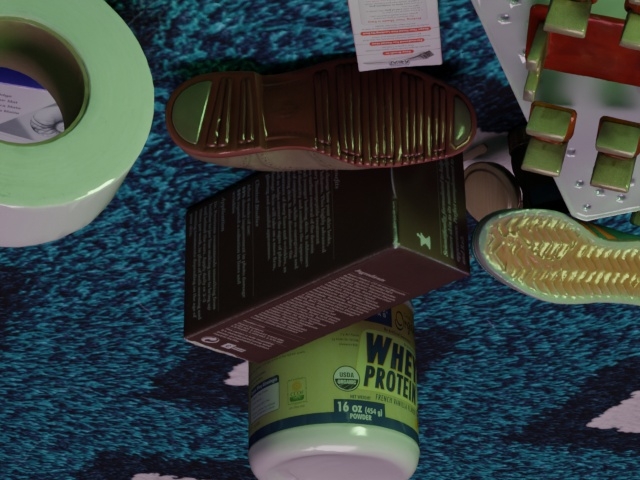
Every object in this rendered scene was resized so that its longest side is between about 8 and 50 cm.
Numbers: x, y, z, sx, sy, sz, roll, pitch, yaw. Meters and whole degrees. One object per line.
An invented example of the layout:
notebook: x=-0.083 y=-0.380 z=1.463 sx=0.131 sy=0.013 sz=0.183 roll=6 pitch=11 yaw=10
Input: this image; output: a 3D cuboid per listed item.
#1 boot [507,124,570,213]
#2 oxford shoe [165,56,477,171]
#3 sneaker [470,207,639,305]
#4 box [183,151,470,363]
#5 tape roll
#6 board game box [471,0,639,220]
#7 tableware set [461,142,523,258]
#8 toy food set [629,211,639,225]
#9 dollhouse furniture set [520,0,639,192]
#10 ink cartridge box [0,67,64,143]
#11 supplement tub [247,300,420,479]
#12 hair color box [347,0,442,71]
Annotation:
boot: x=0.335 y=-0.076 z=2.117 sx=0.219 sy=0.106 sz=0.082 roll=2 pitch=154 yaw=-6
oxford shoe: x=0.003 y=-0.136 z=1.999 sx=0.348 sy=0.123 sz=0.130 roll=4 pitch=170 yaw=3
sneaker: x=0.293 y=0.025 z=2.095 sx=0.302 sy=0.108 sz=0.121 roll=12 pitch=178 yaw=-27
box: x=0.000 y=0.000 z=2.169 sx=0.143 sy=0.191 sz=0.381 roll=21 pitch=147 yaw=-38
tape roll: x=-0.316 y=-0.140 z=1.763 sx=0.286 sy=0.286 sz=0.100 roll=8 pitch=153 yaw=-18
board game box: x=0.399 y=-0.194 z=1.840 sx=0.390 sy=0.050 sz=0.390 roll=-12 pitch=137 yaw=21
tableware set: x=0.181 y=-0.045 z=2.183 sx=0.039 sy=0.128 sz=0.194 roll=-31 pitch=-175 yaw=-42
toy food set: x=0.556 y=-0.007 z=2.097 sx=0.219 sy=0.092 sz=0.306 roll=-1 pitch=-167 yaw=-42
dollhouse furniture set: x=0.334 y=-0.182 z=1.756 sx=0.259 sy=0.135 sz=0.262 roll=13 pitch=141 yaw=10
ink cartridge box: x=-0.337 y=-0.165 z=1.975 sx=0.223 sy=0.045 sz=0.224 roll=7 pitch=152 yaw=-16
supplement tub: x=0.015 y=0.167 z=2.363 sx=0.228 sy=0.316 sz=0.228 roll=-1 pitch=154 yaw=-1
hair color box: x=0.077 y=-0.244 z=1.825 sx=0.093 sy=0.053 sz=0.167 roll=-4 pitch=152 yaw=4
